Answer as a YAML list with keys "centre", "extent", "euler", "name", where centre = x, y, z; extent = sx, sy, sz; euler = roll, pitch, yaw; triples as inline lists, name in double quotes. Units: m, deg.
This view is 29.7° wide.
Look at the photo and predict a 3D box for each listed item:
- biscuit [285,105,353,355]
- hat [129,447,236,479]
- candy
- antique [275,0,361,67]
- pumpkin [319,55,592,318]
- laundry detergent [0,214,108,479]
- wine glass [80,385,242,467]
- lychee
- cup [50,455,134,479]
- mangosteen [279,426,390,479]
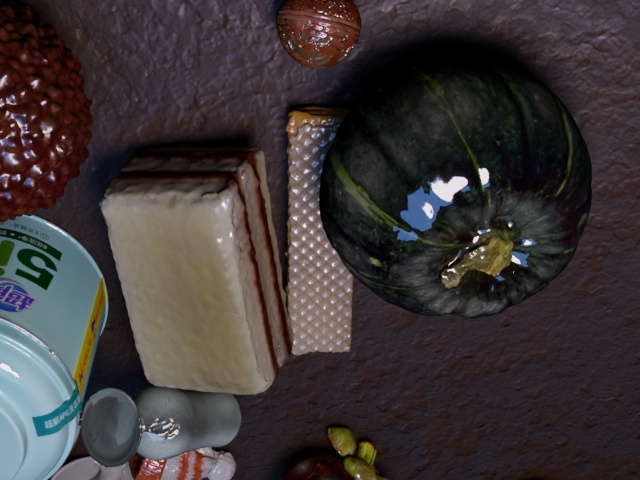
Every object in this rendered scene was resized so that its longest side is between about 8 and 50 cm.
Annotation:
- centre: [0.000, 0.000, 1.563]
  extent: [0.094, 0.054, 0.378]
  euler: [2, 123, -1]
  name: "biscuit"
- centre: [-0.193, 0.312, 1.749]
  extent: [0.162, 0.112, 0.093]
  euler: [16, 149, -22]
  name: "hat"
- centre: [-0.150, 0.042, 1.517]
  extent: [0.179, 0.135, 0.320]
  euler: [6, 124, 21]
  name: "candy"
- centre: [-0.003, -0.246, 1.381]
  extent: [0.104, 0.104, 0.104]
  euler: [0, 122, 0]
  name: "antique"
- centre: [0.159, -0.058, 1.406]
  extent: [0.323, 0.241, 0.323]
  euler: [-14, 131, -17]
  name: "pumpkin"
- centre: [-0.429, 0.155, 1.513]
  extent: [0.287, 0.305, 0.287]
  euler: [0, 122, 0]
  name: "laundry detergent"
- centre: [-0.207, 0.243, 1.623]
  extent: [0.103, 0.103, 0.231]
  euler: [-43, 157, 23]
  name: "wine glass"
- centre: [-0.388, -0.149, 1.357]
  extent: [0.300, 0.264, 0.264]
  euler: [15, 136, 45]
  name: "lychee"
- centre: [-0.305, 0.451, 1.788]
  extent: [0.221, 0.167, 0.202]
  euler: [12, 124, -6]
  name: "cup"
- centre: [0.026, 0.370, 1.749]
  extent: [0.166, 0.166, 0.180]
  euler: [38, 91, -21]
  name: "mangosteen"
